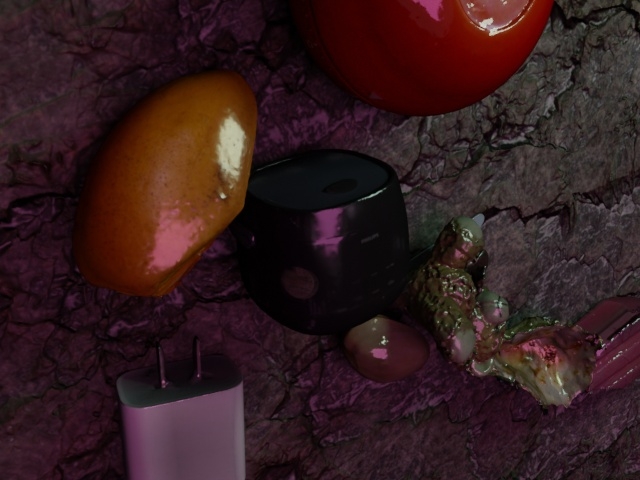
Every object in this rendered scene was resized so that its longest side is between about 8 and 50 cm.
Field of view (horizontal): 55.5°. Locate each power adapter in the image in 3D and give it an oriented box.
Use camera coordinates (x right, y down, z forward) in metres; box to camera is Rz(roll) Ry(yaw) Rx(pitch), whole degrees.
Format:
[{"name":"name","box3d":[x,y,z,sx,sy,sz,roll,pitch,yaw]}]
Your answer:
[{"name":"power adapter","box3d":[-0.216,0.271,0.952,0.187,0.124,0.255,-7,110,-25]}]

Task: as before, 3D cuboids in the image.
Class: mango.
[{"name":"mango","box3d":[-0.195,-0.079,0.818,0.199,0.201,0.350,29,84,-54]}]

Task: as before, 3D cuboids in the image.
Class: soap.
[{"name":"soap","box3d":[0.660,0.239,1.373,0.289,0.112,0.182,-32,117,-14]}]

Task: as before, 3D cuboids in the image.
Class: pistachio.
[{"name":"pistachio","box3d":[0.116,0.191,1.089,0.185,0.124,0.124,3,105,-35]}]

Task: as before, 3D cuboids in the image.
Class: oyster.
[{"name":"oyster","box3d":[0.414,0.248,1.242,0.337,0.133,0.197,8,89,-21]}]

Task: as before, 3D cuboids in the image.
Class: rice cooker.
[{"name":"rice cooker","box3d":[0.000,0.000,0.902,0.267,0.267,0.224,-18,122,-20]}]

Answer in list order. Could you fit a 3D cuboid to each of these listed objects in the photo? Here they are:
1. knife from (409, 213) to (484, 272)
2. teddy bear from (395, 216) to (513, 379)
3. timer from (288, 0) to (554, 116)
[{"name":"knife","box3d":[0.185,0.049,1.129,0.331,0.044,0.080,-26,116,-20]},{"name":"teddy bear","box3d":[0.253,0.126,1.089,0.256,0.156,0.267,38,53,-34]},{"name":"timer","box3d":[0.146,-0.362,0.839,0.378,0.279,0.377,-9,110,-26]}]
